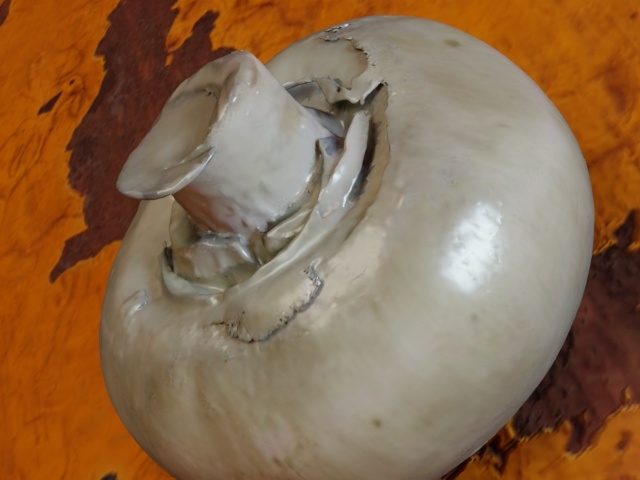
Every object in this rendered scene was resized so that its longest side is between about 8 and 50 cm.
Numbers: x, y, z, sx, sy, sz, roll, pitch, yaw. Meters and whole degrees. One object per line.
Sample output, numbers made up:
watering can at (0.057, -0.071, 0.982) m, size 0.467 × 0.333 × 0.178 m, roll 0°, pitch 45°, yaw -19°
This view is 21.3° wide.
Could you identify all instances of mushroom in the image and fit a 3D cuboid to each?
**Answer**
mushroom at (0.000, 0.000, 0.763) m, size 0.246 × 0.202 × 0.246 m, roll -23°, pitch 44°, yaw 24°
